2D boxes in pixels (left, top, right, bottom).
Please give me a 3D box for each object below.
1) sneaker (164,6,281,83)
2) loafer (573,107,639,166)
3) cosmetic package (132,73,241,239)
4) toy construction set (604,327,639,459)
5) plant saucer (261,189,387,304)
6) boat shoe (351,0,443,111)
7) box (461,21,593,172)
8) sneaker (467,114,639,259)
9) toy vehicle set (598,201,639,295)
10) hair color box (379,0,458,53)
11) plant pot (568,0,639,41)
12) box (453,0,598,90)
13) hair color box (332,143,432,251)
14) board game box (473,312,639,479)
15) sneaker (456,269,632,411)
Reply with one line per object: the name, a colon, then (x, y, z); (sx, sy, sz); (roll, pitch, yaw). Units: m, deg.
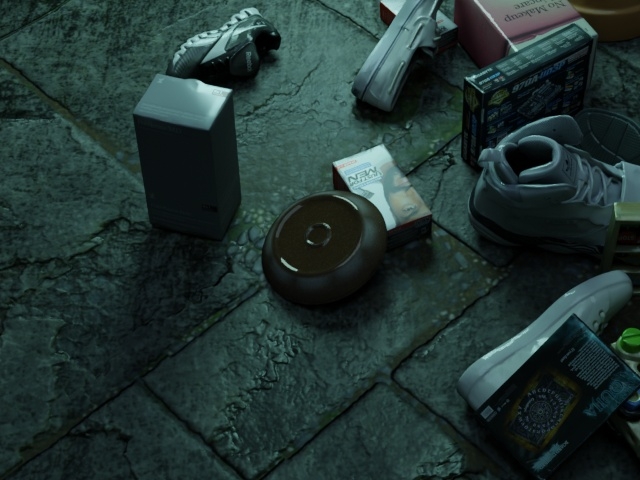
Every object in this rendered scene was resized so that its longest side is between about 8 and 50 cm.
sneaker: (-0.160, -0.317, 2.121); (0.106, 0.078, 0.234); (34, 58, 31)
loafer: (0.515, -0.123, 1.926); (0.267, 0.096, 0.084); (33, 17, 26)
cosmetic package: (-0.196, -0.123, 1.855); (0.127, 0.238, 0.107); (12, 51, 14)
toy construction set: (0.491, 0.215, 1.599); (0.215, 0.151, 0.327); (-22, 41, -15)
plant saucer: (0.000, 0.000, 1.836); (0.198, 0.036, 0.198); (-10, 55, 15)
boat shoe: (0.157, -0.336, 2.075); (0.088, 0.096, 0.267); (33, 78, 10)
box: (0.324, -0.224, 1.949); (0.220, 0.175, 0.051); (-28, 53, -18)
sneaker: (0.394, -0.069, 1.778); (0.366, 0.210, 0.137); (5, 66, 10)
toy vehicle set: (0.536, 0.016, 1.739); (0.267, 0.166, 0.035); (1, 49, 5)
hair color box: (0.173, -0.385, 2.181); (0.072, 0.043, 0.141); (-28, 53, -18)
plant pot: (0.496, -0.521, 2.172); (0.291, 0.203, 0.291); (-2, 49, 3)
box: (0.341, -0.348, 2.084); (0.148, 0.127, 0.232); (-20, 51, -13)
hair color box: (0.094, -0.066, 1.911); (0.093, 0.053, 0.167); (-21, 53, -14)
board game box: (0.305, 0.202, 1.582); (0.186, 0.026, 0.126); (-46, 71, 8)
sneaker: (0.333, 0.160, 1.681); (0.290, 0.106, 0.123); (-36, 59, -11)
